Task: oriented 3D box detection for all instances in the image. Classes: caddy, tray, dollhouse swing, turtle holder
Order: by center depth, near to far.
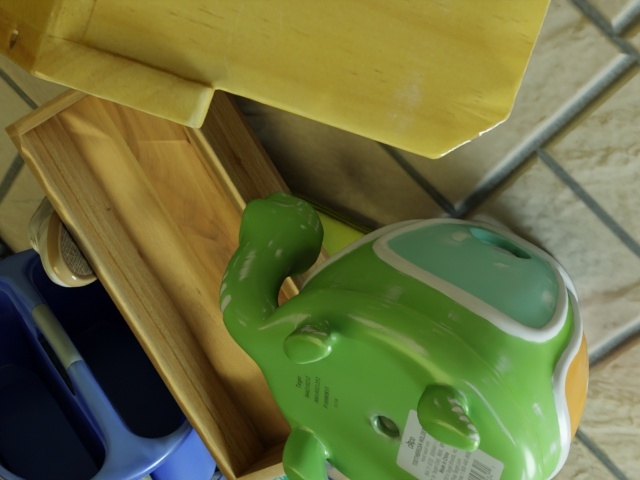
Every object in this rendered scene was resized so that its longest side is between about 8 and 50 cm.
[{"bbox_3d":[-0.030,-0.254,1.272,0.305,0.347,0.315,14,-170,-28],"label":"dollhouse swing"},{"bbox_3d":[0.073,0.095,1.545,0.320,0.227,0.243,9,134,39],"label":"turtle holder"},{"bbox_3d":[-0.100,0.021,1.721,0.203,0.076,0.411,-25,101,38],"label":"tray"},{"bbox_3d":[-0.251,0.146,1.922,0.341,0.241,0.179,50,163,39],"label":"caddy"}]

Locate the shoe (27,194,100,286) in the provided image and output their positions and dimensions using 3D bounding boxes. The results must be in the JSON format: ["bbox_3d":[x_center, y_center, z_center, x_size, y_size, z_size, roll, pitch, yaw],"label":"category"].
[{"bbox_3d":[-0.246,-0.006,1.822,0.058,0.219,0.076,-34,110,15],"label":"shoe"}]

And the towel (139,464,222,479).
[{"bbox_3d":[-0.175,0.321,2.206,0.374,0.090,0.320,34,148,18],"label":"towel"}]

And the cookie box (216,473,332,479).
[{"bbox_3d":[-0.049,0.272,2.004,0.107,0.092,0.040,36,149,14],"label":"cookie box"}]

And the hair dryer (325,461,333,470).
[{"bbox_3d":[-0.092,0.111,1.888,0.223,0.080,0.293,21,139,34],"label":"hair dryer"}]

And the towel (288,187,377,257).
[{"bbox_3d":[0.000,0.000,1.723,0.237,0.021,0.102,26,146,27],"label":"towel"}]

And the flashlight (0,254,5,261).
[{"bbox_3d":[-0.419,0.003,2.110,0.103,0.103,0.304,-9,120,53],"label":"flashlight"}]
